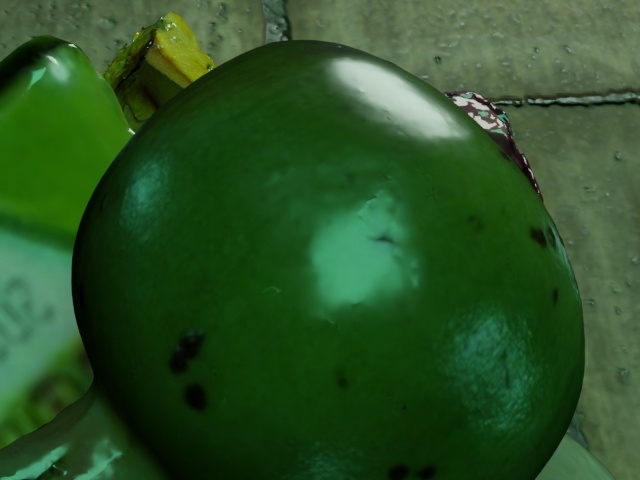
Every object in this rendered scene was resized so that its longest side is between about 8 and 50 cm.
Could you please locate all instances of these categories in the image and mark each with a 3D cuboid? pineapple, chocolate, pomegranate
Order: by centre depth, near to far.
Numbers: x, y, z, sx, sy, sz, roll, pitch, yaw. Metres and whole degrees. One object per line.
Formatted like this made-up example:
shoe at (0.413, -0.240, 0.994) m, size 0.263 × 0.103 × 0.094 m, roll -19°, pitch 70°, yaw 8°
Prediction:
pomegranate at (-0.024, 0.043, 0.480) m, size 0.224 × 0.181 × 0.181 m, roll -36°, pitch 70°, yaw -11°
chocolate at (-0.200, 0.097, 0.616) m, size 0.137 × 0.301 × 0.289 m, roll 46°, pitch 59°, yaw 2°
pineapple at (-0.085, -0.083, 0.895) m, size 0.114 × 0.077 × 0.114 m, roll 33°, pitch 60°, yaw -6°

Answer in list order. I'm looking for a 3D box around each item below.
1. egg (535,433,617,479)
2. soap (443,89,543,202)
egg at (-0.001, 0.207, 0.605) m, size 0.352 × 0.258 × 0.258 m, roll -29°, pitch 67°, yaw -35°
soap at (0.000, 0.000, 0.838) m, size 0.250 × 0.099 × 0.162 m, roll -3°, pitch 58°, yaw -15°
